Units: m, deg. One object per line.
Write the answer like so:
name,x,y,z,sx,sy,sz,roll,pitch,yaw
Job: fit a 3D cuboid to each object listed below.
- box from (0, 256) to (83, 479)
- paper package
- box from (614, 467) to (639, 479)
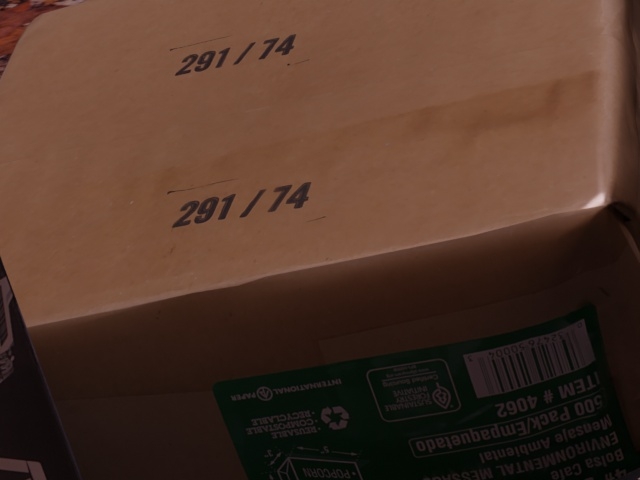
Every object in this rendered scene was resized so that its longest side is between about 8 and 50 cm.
box,-0.125,0.098,0.650,0.076,0.307,0.242,-23,24,-15
paper package,0.000,0.000,0.886,0.324,0.168,0.309,-12,34,17
box,0.201,0.153,0.637,0.184,0.103,0.261,-24,26,-21
